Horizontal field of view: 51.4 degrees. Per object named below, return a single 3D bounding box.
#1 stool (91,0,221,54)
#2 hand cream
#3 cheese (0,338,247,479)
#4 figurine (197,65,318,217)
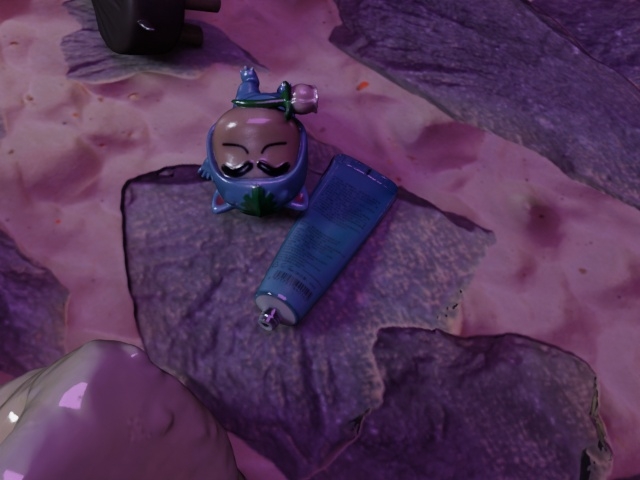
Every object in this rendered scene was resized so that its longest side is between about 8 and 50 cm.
[{"bbox_3d":[-0.204,-0.286,0.745,0.121,0.125,0.217,-17,48,-35],"label":"stool"},{"bbox_3d":[0.000,0.000,0.678,0.083,0.048,0.224,31,58,6],"label":"hand cream"},{"bbox_3d":[-0.166,0.202,0.500,0.247,0.251,0.173,53,48,-22],"label":"cheese"},{"bbox_3d":[-0.060,-0.116,0.670,0.114,0.144,0.178,8,52,-9],"label":"figurine"}]
